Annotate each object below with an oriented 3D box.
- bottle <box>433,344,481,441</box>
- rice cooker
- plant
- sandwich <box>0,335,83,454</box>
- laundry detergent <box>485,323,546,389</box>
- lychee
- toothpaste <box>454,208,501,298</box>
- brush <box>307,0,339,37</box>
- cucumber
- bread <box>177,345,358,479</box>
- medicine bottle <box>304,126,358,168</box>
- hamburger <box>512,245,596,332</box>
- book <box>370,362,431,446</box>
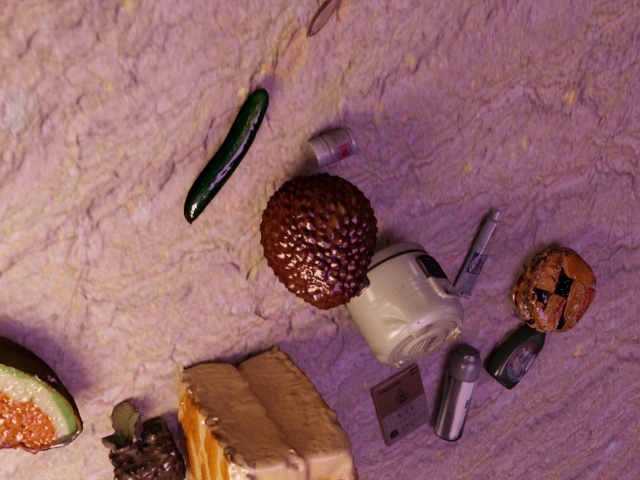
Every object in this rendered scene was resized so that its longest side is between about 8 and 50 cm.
[{"bbox_3d":[0.351,0.386,1.961,0.096,0.079,0.254,-35,138,-61],"label":"bottle"},{"bbox_3d":[0.171,0.126,1.626,0.225,0.244,0.226,-22,146,-16],"label":"rice cooker"},{"bbox_3d":[-0.352,0.421,1.529,0.131,0.142,0.203,-29,134,-5],"label":"plant"},{"bbox_3d":[-0.557,0.280,1.356,0.292,0.109,0.212,26,104,-34],"label":"sandwich"},{"bbox_3d":[0.533,0.289,2.031,0.211,0.063,0.137,-50,129,-3],"label":"laundry detergent"},{"bbox_3d":[0.000,0.000,1.465,0.235,0.272,0.236,-7,154,-3],"label":"lychee"},{"bbox_3d":[0.376,0.033,1.831,0.060,0.038,0.234,10,110,-30],"label":"toothpaste"},{"bbox_3d":[0.034,-0.451,1.407,0.070,0.021,0.196,34,95,-38],"label":"brush"},{"bbox_3d":[-0.171,-0.152,1.405,0.056,0.056,0.284,28,96,-37],"label":"cucumber"},{"bbox_3d":[-0.105,0.466,1.543,0.279,0.371,0.390,-17,120,-24],"label":"bread"},{"bbox_3d":[0.021,-0.180,1.501,0.091,0.058,0.058,-24,123,-19],"label":"medicine bottle"},{"bbox_3d":[0.599,0.130,1.947,0.230,0.106,0.231,-2,95,-23],"label":"hamburger"},{"bbox_3d":[0.203,0.412,1.920,0.138,0.016,0.199,-28,124,-17],"label":"book"}]
